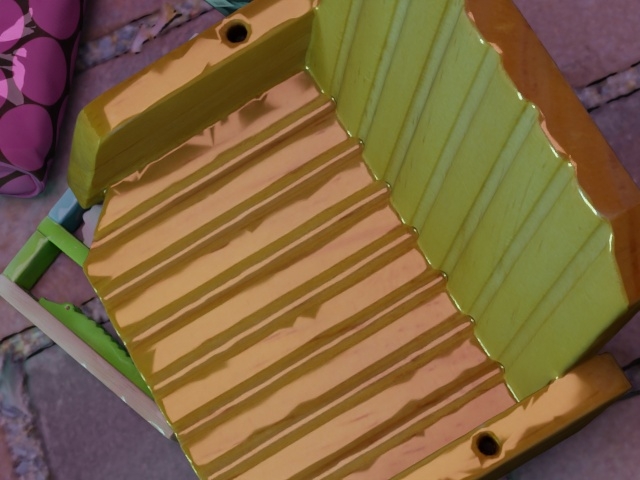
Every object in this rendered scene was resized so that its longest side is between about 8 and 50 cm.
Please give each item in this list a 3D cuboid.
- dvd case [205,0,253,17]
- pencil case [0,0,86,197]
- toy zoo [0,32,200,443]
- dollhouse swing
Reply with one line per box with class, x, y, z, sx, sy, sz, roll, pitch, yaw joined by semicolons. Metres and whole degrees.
dvd case;-0.019;-0.175;1.220;0.119;0.087;0.013;-1;84;16
pencil case;-0.239;-0.142;1.269;0.098;0.095;0.209;6;73;19
toy zoo;-0.083;-0.023;1.222;0.192;0.030;0.293;38;86;21
dollhouse swing;0.000;0.000;1.021;0.315;0.305;0.347;-31;77;1
